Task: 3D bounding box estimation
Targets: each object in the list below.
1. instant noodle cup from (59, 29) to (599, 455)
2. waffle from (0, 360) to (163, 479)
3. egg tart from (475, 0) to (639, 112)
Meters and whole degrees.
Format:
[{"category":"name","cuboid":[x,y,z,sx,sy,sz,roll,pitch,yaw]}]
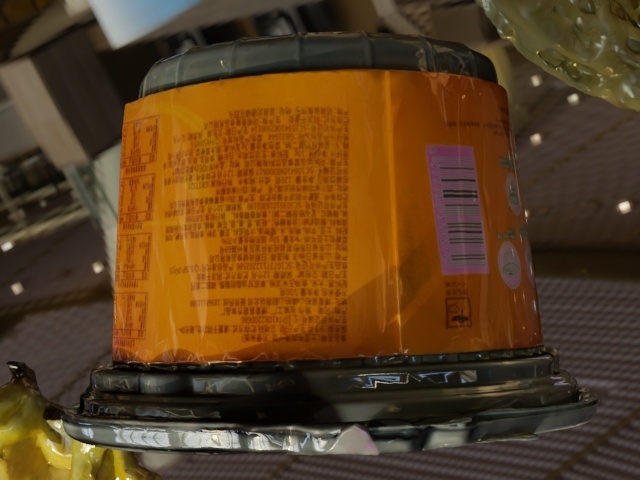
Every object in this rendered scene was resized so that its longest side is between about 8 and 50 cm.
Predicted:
[{"category":"instant noodle cup","cuboid":[0.000,0.000,0.427,0.178,0.125,0.208,-2,177,-21]},{"category":"waffle","cuboid":[-0.180,0.179,0.736,0.329,0.329,0.062,-8,-147,38]},{"category":"egg tart","cuboid":[0.136,-0.176,0.536,0.232,0.252,0.098,8,-179,-24]}]
